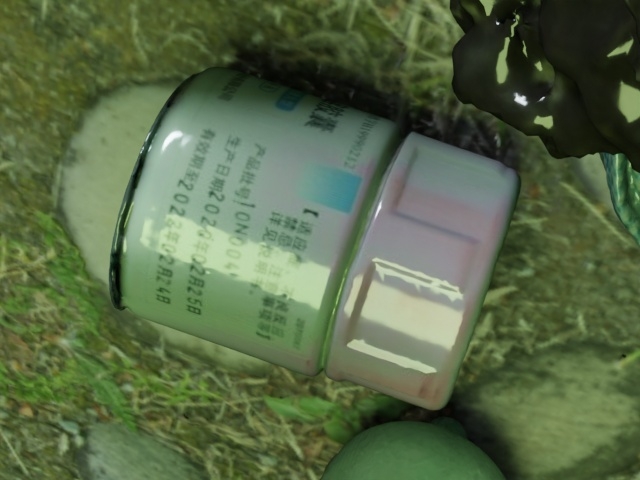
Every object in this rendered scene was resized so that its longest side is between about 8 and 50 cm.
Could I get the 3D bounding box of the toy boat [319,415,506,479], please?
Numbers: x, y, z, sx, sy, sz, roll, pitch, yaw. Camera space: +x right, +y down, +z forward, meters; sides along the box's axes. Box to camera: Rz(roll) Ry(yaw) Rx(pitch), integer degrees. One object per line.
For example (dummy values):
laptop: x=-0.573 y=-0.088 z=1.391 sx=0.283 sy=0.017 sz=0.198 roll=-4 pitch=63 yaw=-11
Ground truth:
toy boat: x=0.062 y=0.178 z=0.795 sx=0.134 sy=0.079 sz=0.208 roll=18 pitch=142 yaw=18

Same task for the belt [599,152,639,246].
belt: x=0.106 y=-0.113 z=0.538 sx=0.087 sy=0.072 sz=0.302 roll=-26 pitch=113 yaw=28

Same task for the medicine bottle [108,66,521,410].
medicine bottle: x=0.000 y=0.000 z=0.629 sx=0.168 sy=0.135 sz=0.135 roll=20 pitch=131 yaw=7

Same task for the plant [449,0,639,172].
plant: x=0.139 y=-0.099 z=0.413 sx=0.204 sy=0.178 sz=0.234 roll=-25 pitch=121 yaw=-12
